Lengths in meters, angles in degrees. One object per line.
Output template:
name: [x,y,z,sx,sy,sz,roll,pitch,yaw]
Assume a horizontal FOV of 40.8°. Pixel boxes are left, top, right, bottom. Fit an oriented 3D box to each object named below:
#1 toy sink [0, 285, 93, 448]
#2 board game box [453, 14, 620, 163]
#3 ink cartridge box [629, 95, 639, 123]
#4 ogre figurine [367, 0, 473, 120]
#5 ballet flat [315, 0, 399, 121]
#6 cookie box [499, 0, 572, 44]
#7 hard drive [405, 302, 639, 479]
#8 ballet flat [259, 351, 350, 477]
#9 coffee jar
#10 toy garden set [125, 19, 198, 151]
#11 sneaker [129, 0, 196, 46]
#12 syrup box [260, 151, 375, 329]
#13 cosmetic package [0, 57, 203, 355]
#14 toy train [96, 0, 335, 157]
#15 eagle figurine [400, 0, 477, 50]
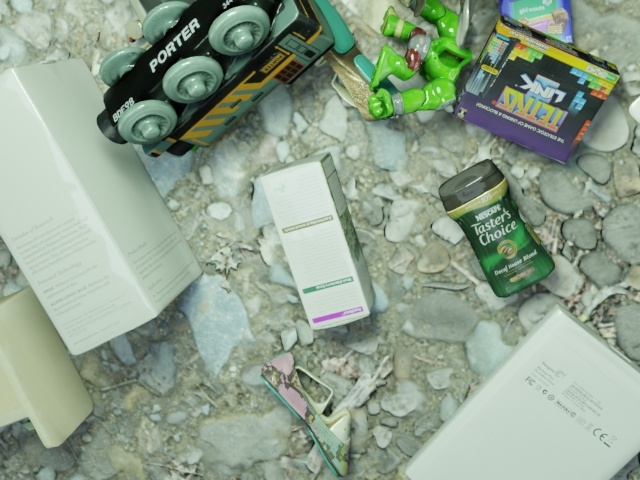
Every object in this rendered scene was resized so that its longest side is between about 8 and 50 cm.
toy sink: [-0.494,0.218,1.374,0.131,0.153,0.234,-22,101,16]
board game box: [0.282,-0.199,1.142,0.170,0.048,0.141,22,121,-3]
ink cartridge box: [0.579,-0.132,1.092,0.353,0.119,0.207,40,109,-3]
ogre figurine: [0.135,-0.246,1.150,0.118,0.197,0.097,15,147,-7]
ballet flat: [0.027,-0.248,1.196,0.067,0.073,0.206,-35,92,40]
cookie box: [0.284,-0.310,1.142,0.092,0.040,0.107,-6,103,14]
hard drive: [0.328,0.296,1.294,0.233,0.047,0.353,38,108,-1]
ballet flat: [-0.004,0.267,1.342,0.079,0.077,0.221,-37,96,-2]
coffee jar: [0.245,-0.018,1.208,0.096,0.079,0.184,-30,97,17]
toy garden set: [-0.183,-0.288,1.235,0.204,0.049,0.244,40,109,-4]
sneaker: [-0.205,-0.360,1.155,0.118,0.083,0.222,-23,111,11]
syrup box: [0.000,0.000,1.251,0.096,0.093,0.237,-15,102,14]
cosmetic package: [-0.350,-0.058,1.241,0.156,0.217,0.385,-27,97,16]
toy train: [-0.139,-0.227,1.117,0.334,0.190,0.142,-38,60,25]
eagle figurine: [0.206,-0.401,1.019,0.298,0.225,0.226,-26,62,17]
